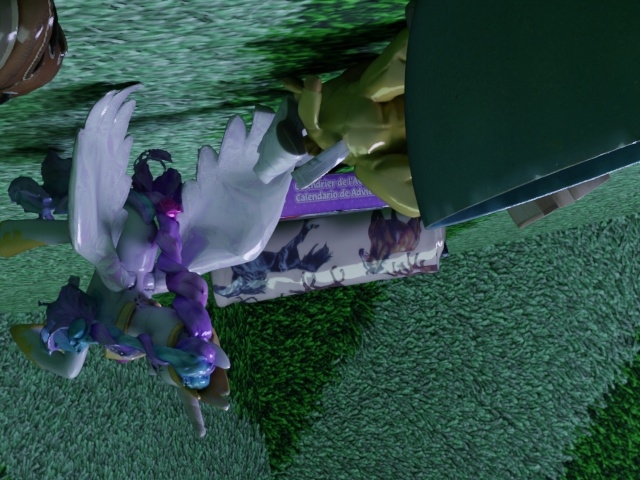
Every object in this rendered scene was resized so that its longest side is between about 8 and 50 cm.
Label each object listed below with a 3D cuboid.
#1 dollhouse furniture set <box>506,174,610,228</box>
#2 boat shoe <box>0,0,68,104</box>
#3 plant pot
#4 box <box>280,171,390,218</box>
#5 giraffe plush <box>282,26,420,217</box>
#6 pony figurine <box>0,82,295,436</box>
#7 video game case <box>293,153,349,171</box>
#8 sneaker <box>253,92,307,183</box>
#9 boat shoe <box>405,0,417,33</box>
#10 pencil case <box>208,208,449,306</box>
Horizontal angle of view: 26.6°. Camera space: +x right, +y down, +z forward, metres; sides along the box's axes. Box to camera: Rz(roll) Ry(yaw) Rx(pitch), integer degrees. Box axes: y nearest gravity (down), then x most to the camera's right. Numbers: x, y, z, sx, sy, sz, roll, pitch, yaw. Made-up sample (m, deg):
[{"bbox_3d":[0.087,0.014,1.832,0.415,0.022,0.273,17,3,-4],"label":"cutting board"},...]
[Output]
[{"bbox_3d":[0.347,-0.185,1.578,0.355,0.174,0.303,-32,178,-10],"label":"dollhouse furniture set"},{"bbox_3d":[-0.226,-0.149,0.914,0.104,0.111,0.307,-10,-176,-29],"label":"boat shoe"},{"bbox_3d":[0.178,-0.147,0.948,0.290,0.195,0.290,-19,177,-1],"label":"plant pot"},{"bbox_3d":[-0.034,-0.059,1.961,0.200,0.057,0.293,-7,-179,-24],"label":"box"},{"bbox_3d":[0.049,-0.120,1.353,0.210,0.181,0.170,-19,-163,-9],"label":"giraffe plush"},{"bbox_3d":[-0.205,0.009,1.477,0.302,0.351,0.363,2,-174,-45],"label":"pony figurine"},{"bbox_3d":[0.082,-0.132,1.777,0.285,0.025,0.204,-10,173,10],"label":"video game case"},{"bbox_3d":[-0.039,-0.111,1.451,0.061,0.053,0.152,-45,-172,27],"label":"sneaker"},{"bbox_3d":[0.179,-0.174,1.217,0.116,0.123,0.324,-23,171,27],"label":"boat shoe"},{"bbox_3d":[0.000,0.000,2.213,0.410,0.160,0.183,-10,-160,6],"label":"pencil case"}]
